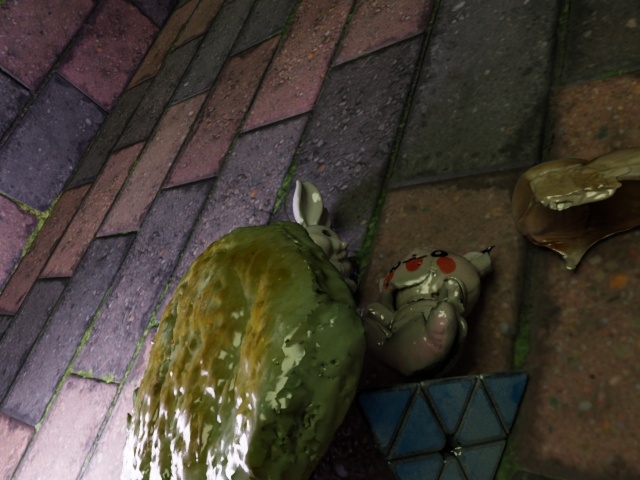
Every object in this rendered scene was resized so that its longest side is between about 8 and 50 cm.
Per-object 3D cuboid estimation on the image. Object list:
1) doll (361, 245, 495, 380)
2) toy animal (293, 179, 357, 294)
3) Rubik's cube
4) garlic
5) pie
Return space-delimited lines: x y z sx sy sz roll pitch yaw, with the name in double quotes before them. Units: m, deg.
"doll" 0.122 0.075 0.580 0.149 0.095 0.192 -24 19 31
"toy animal" 0.001 0.003 0.765 0.130 0.103 0.221 -16 50 36
"Rubik's cube" 0.127 0.163 0.501 0.178 0.191 0.211 -31 44 -4
"garlic" 0.291 -0.047 0.552 0.174 0.099 0.124 -10 34 33
"pie" -0.095 0.163 0.582 0.418 0.180 0.395 -59 28 22
